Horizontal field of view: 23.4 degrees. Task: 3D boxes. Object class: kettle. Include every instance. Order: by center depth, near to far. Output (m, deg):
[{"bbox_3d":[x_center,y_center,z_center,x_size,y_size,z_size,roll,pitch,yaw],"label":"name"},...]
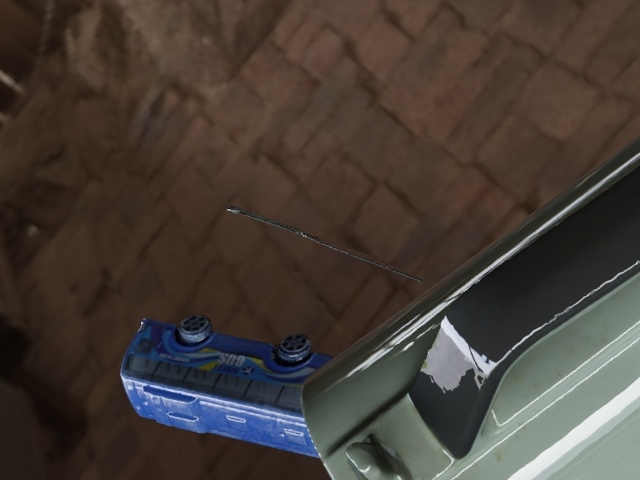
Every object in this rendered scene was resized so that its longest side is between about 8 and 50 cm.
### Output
[{"bbox_3d":[0.182,0.072,1.070,0.376,0.361,0.250,-39,61,12],"label":"kettle"}]

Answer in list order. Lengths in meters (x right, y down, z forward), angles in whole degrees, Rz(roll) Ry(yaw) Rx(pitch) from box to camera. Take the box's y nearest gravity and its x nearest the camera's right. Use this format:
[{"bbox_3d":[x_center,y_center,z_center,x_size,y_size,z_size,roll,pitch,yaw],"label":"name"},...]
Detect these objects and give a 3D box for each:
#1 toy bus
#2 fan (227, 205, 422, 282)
[{"bbox_3d":[-0.076,0.135,1.441,0.236,0.079,0.094,9,41,25],"label":"toy bus"},{"bbox_3d":[0.000,0.000,1.578,0.132,0.220,0.009,22,91,63],"label":"fan"}]
